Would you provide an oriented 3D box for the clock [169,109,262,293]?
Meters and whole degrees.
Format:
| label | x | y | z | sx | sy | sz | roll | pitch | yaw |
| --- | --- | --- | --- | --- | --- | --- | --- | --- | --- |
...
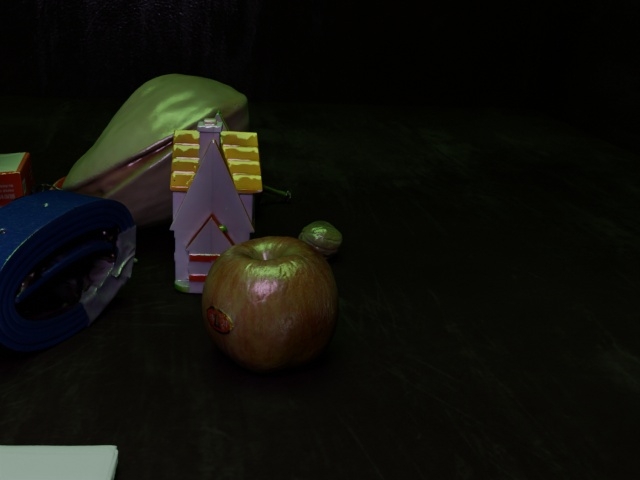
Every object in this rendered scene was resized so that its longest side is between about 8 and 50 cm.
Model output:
| label | x | y | z | sx | sy | sz | roll | pitch | yaw |
| --- | --- | --- | --- | --- | --- | --- | --- | --- | --- |
| clock | -0.192 | -0.085 | 1.556 | 0.166 | 0.310 | 0.235 | 1 | 20 | -4 |

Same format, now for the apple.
| label | x | y | z | sx | sy | sz | roll | pitch | yaw |
| --- | --- | --- | --- | --- | --- | --- | --- | --- | --- |
| apple | -0.074 | 0.096 | 1.247 | 0.211 | 0.188 | 0.211 | -1 | 19 | 0 |

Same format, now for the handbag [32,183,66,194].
| label | x | y | z | sx | sy | sz | roll | pitch | yaw |
| --- | --- | --- | --- | --- | --- | --- | --- | --- | --- |
| handbag | -0.547 | -0.060 | 1.668 | 0.072 | 0.115 | 0.139 | -10 | 43 | -47 |

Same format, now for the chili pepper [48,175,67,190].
| label | x | y | z | sx | sy | sz | roll | pitch | yaw |
| --- | --- | --- | --- | --- | --- | --- | --- | --- | --- |
| chili pepper | -0.570 | -0.104 | 1.887 | 0.084 | 0.086 | 0.192 | -22 | 25 | 13 |

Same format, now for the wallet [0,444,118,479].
| label | x | y | z | sx | sy | sz | roll | pitch | yaw |
| --- | --- | --- | --- | --- | --- | --- | --- | --- | --- |
| wallet | -0.330 | 0.266 | 0.947 | 0.190 | 0.033 | 0.095 | 2 | 18 | -7 |

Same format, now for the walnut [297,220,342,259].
| label | x | y | z | sx | sy | sz | roll | pitch | yaw |
| --- | --- | --- | --- | --- | --- | --- | --- | --- | --- |
| walnut | 0.000 | 0.000 | 1.700 | 0.092 | 0.092 | 0.092 | 3 | 19 | -1 |

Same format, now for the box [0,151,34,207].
| label | x | y | z | sx | sy | sz | roll | pitch | yaw |
| --- | --- | --- | --- | --- | --- | --- | --- | --- | --- |
| box | -0.749 | -0.137 | 1.937 | 0.133 | 0.099 | 0.182 | -4 | 22 | -12 |

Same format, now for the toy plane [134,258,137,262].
| label | x | y | z | sx | sy | sz | roll | pitch | yaw |
| --- | --- | --- | --- | --- | --- | --- | --- | --- | --- |
| toy plane | -0.479 | 0.013 | 1.570 | 0.262 | 0.088 | 0.192 | -2 | -8 | -27 |

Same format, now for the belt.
| label | x | y | z | sx | sy | sz | roll | pitch | yaw |
| --- | --- | --- | --- | --- | --- | --- | --- | --- | --- |
| belt | -0.430 | 0.044 | 1.299 | 0.117 | 0.212 | 0.347 | 10 | 24 | 20 |

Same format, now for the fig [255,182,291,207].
| label | x | y | z | sx | sy | sz | roll | pitch | yaw |
| --- | --- | --- | --- | --- | --- | --- | --- | --- | --- |
| fig | -0.166 | -0.137 | 1.975 | 0.151 | 0.151 | 0.259 | 17 | 19 | 34 |

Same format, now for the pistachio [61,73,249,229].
| label | x | y | z | sx | sy | sz | roll | pitch | yaw |
| --- | --- | --- | --- | --- | --- | --- | --- | --- | --- |
| pistachio | -0.345 | -0.183 | 1.774 | 0.445 | 0.281 | 0.365 | -32 | 9 | -2 |
